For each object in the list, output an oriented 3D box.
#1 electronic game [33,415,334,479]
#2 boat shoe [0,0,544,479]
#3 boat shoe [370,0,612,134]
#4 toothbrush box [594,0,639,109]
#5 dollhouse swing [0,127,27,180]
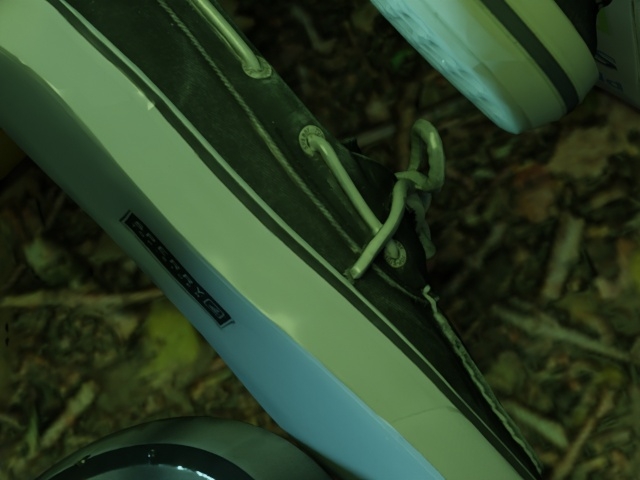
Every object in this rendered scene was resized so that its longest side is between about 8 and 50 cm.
[{"bbox_3d":[-0.076,0.174,0.653,0.229,0.048,0.229,-18,50,23],"label":"electronic game"},{"bbox_3d":[-0.002,0.000,0.648,0.306,0.113,0.105,45,70,-4],"label":"boat shoe"},{"bbox_3d":[0.007,-0.261,0.612,0.156,0.187,0.500,-27,58,13],"label":"boat shoe"},{"bbox_3d":[0.136,-0.232,0.728,0.206,0.122,0.283,34,84,24],"label":"toothbrush box"},{"bbox_3d":[-0.263,-0.142,0.724,0.347,0.315,0.305,-44,79,-3],"label":"dollhouse swing"}]
